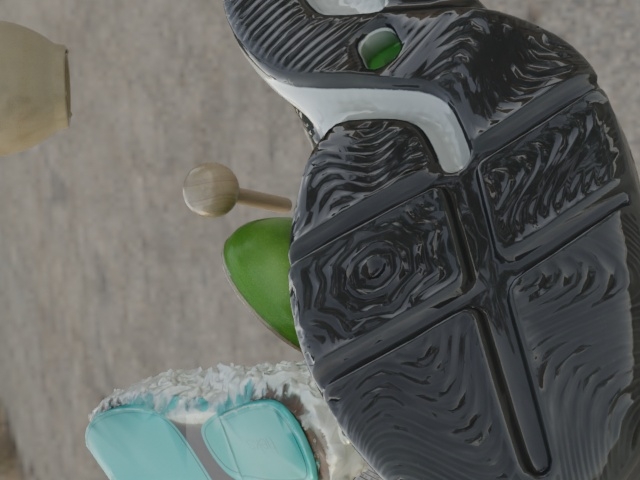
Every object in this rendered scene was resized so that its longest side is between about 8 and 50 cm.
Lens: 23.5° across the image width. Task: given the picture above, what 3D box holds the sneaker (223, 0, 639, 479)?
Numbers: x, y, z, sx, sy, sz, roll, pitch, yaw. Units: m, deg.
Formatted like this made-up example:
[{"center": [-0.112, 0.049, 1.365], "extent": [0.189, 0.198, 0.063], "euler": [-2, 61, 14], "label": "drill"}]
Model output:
[{"center": [0.100, 0.009, 0.802], "extent": [0.257, 0.169, 0.447], "euler": [49, -164, -40], "label": "sneaker"}]

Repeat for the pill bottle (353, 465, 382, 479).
[{"center": [0.037, 0.208, 1.615], "extent": [0.219, 0.123, 0.123], "euler": [-54, 29, 8], "label": "pill bottle"}]

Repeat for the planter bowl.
[{"center": [-0.341, -0.175, 1.756], "extent": [0.162, 0.109, 0.162], "euler": [177, 90, -85], "label": "planter bowl"}]

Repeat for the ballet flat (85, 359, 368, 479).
[{"center": [-0.060, 0.165, 1.338], "extent": [0.409, 0.147, 0.147], "euler": [-12, 82, 56], "label": "ballet flat"}]

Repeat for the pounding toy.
[{"center": [0.000, 0.000, 1.414], "extent": [0.110, 0.183, 0.237], "euler": [-51, 59, 22], "label": "pounding toy"}]
